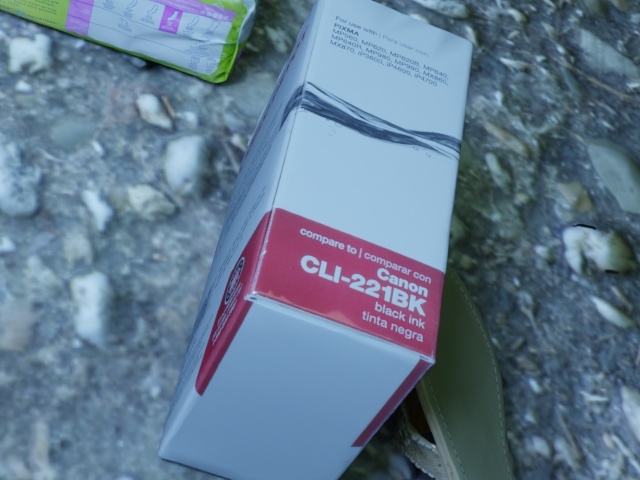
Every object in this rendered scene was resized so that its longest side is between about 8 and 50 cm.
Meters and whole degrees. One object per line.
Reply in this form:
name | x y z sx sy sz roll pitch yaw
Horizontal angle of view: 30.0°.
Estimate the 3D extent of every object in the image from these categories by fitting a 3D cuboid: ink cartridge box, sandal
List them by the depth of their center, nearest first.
ink cartridge box | 0.000 0.000 0.776 0.114 0.197 0.273 20 49 -10
sandal | 0.082 0.137 0.790 0.088 0.079 0.240 -16 83 -49

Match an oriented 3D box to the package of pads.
package of pads | -0.182 -0.266 0.973 0.296 0.101 0.229 18 48 -8
